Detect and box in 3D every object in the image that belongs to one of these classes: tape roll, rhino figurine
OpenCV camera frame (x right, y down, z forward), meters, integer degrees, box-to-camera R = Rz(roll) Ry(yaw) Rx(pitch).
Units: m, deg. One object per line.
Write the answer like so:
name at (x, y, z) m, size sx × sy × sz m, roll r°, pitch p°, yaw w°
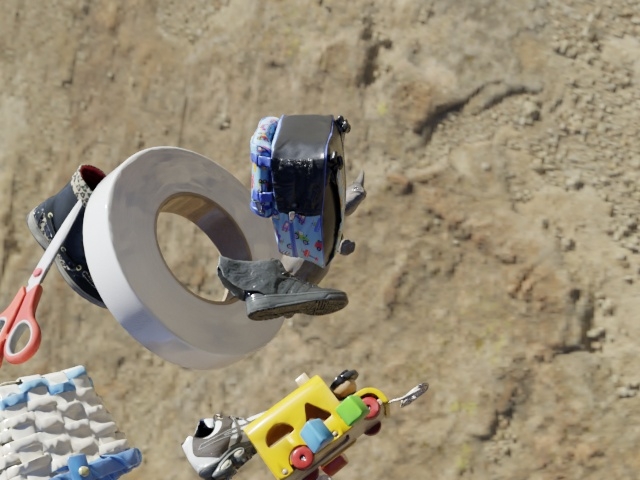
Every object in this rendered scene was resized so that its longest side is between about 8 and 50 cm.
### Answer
tape roll at (-0.213, 0.027, 1.903) m, size 0.072 × 0.392 × 0.392 m, roll -33°, pitch 65°, yaw 37°
rhino figurine at (0.000, 0.000, 1.668) m, size 0.243 × 0.073 × 0.106 m, roll -61°, pitch 25°, yaw -1°

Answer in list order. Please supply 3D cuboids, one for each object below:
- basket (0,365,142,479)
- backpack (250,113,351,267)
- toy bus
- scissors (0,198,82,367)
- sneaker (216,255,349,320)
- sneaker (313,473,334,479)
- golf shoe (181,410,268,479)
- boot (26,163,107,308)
basket at (-0.332, 0.322, 1.405) m, size 0.255 × 0.201 × 0.289 m, roll -40°, pitch 73°, yaw 49°
backpack at (-0.024, -0.058, 1.422) m, size 0.117 × 0.158 × 0.173 m, roll 2°, pitch 117°, yaw 4°
toy bus at (0.002, 0.216, 1.410) m, size 0.104 × 0.202 × 0.191 m, roll 51°, pitch 123°, yaw 19°
scissors at (-0.404, 0.062, 1.577) m, size 0.109 × 0.021 × 0.297 m, roll -17°, pitch 45°, yaw 26°
sneaker at (-0.051, 0.058, 1.546) m, size 0.051 × 0.170 × 0.089 m, roll 108°, pitch 153°, yaw -58°
sneaker at (-0.070, 0.365, 1.424) m, size 0.094 × 0.080 × 0.212 m, roll 33°, pitch 71°, yaw 21°
golf shoe at (-0.126, 0.278, 1.653) m, size 0.094 × 0.198 × 0.077 m, roll 43°, pitch 117°, yaw 8°
boot at (-0.398, -0.005, 2.023) m, size 0.236 × 0.085 × 0.178 m, roll 49°, pitch 124°, yaw -1°
